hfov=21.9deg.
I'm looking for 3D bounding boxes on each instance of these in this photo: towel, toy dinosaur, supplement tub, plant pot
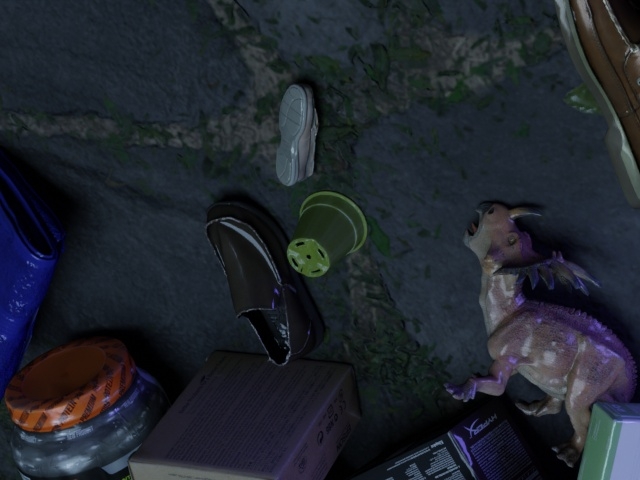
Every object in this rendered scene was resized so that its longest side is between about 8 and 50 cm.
[{"bbox_3d":[-0.417,0.039,2.057,0.227,0.076,0.308,51,135,25],"label":"towel"},{"bbox_3d":[0.259,0.109,1.777,0.296,0.127,0.200,33,104,-14],"label":"toy dinosaur"},{"bbox_3d":[-0.260,0.304,2.096,0.207,0.207,0.338,-5,119,28],"label":"supplement tub"},{"bbox_3d":[0.000,0.000,1.848,0.083,0.079,0.083,13,127,18],"label":"plant pot"}]

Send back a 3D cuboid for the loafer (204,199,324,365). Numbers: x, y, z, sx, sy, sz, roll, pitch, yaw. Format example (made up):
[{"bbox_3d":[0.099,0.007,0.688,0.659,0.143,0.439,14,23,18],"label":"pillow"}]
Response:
[{"bbox_3d":[-0.068,0.052,1.917,0.080,0.078,0.220,-19,112,34],"label":"loafer"}]

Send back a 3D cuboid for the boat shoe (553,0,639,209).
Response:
[{"bbox_3d":[0.307,-0.172,1.576,0.104,0.110,0.307,-11,125,27],"label":"boat shoe"}]

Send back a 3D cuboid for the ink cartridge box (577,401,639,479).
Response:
[{"bbox_3d":[0.393,0.264,1.785,0.235,0.056,0.171,4,106,-19],"label":"ink cartridge box"}]

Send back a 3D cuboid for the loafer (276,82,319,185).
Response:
[{"bbox_3d":[-0.021,-0.119,1.812,0.045,0.039,0.125,43,136,39],"label":"loafer"}]

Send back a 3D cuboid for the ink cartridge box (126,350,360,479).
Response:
[{"bbox_3d":[-0.084,0.233,1.944,0.193,0.234,0.088,4,122,25],"label":"ink cartridge box"}]

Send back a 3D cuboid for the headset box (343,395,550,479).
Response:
[{"bbox_3d":[0.183,0.358,1.919,0.218,0.110,0.293,-35,85,44],"label":"headset box"}]
